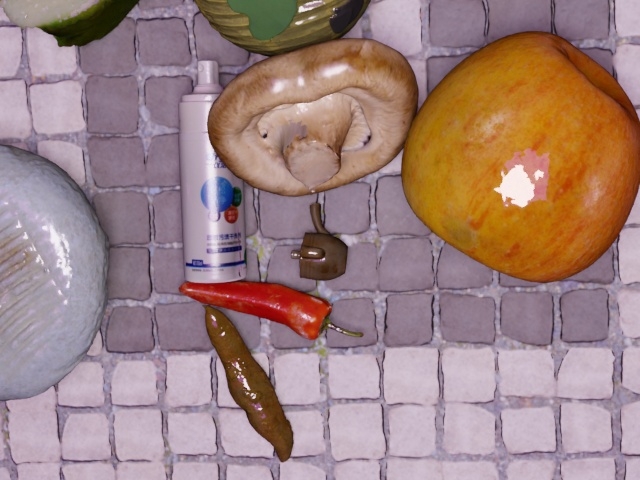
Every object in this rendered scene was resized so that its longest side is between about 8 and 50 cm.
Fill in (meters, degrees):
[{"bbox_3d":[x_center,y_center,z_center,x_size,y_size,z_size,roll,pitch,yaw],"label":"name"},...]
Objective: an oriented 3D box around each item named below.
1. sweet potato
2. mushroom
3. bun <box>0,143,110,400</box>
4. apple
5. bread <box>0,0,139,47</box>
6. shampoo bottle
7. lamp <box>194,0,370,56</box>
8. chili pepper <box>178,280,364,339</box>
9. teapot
[{"bbox_3d":[-0.106,0.206,1.235,0.067,0.067,0.274,-26,102,8],"label":"sweet potato"},{"bbox_3d":[-0.008,-0.157,1.096,0.278,0.278,0.146,-11,58,7],"label":"mushroom"},{"bbox_3d":[-0.450,0.041,1.177,0.362,0.211,0.362,0,94,5],"label":"bun"},{"bbox_3d":[0.254,-0.105,1.045,0.299,0.299,0.275,35,107,1],"label":"apple"},{"bbox_3d":[-0.389,-0.450,1.151,0.366,0.129,0.382,-14,96,5],"label":"bread"},{"bbox_3d":[-0.151,-0.096,1.190,0.092,0.092,0.303,0,97,6],"label":"shampoo bottle"},{"bbox_3d":[-0.041,-0.331,1.087,0.250,0.250,0.284,-15,130,7],"label":"lamp"},{"bbox_3d":[-0.068,0.092,1.215,0.272,0.071,0.063,16,94,6],"label":"chili pepper"},{"bbox_3d":[0.000,0.000,1.197,0.080,0.085,0.110,6,78,3],"label":"teapot"}]
